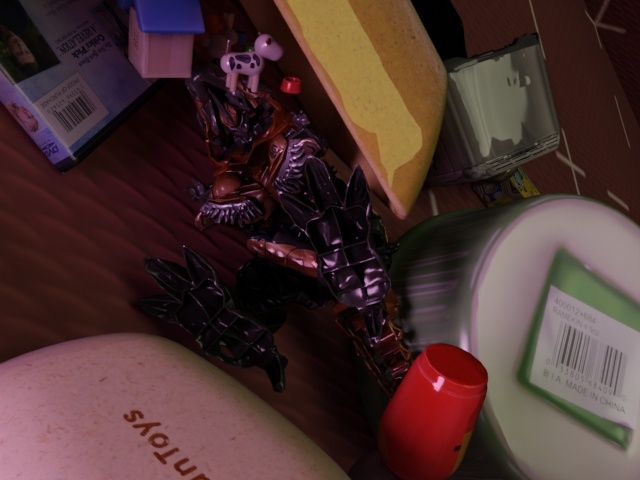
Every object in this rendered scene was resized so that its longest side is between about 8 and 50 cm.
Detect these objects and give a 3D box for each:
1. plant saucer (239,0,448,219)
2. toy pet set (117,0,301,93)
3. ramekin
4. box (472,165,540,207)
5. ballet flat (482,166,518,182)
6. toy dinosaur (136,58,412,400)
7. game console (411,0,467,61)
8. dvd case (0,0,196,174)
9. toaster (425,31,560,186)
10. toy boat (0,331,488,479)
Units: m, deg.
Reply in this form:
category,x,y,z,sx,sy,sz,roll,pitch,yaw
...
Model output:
category,x,y,z,sx,sy,sz,roll,pitch,yaw
plant saucer,-0.023,-0.205,0.538,0.333,0.081,0.333,58,2,-18
toy pet set,-0.080,-0.155,0.514,0.114,0.065,0.122,-7,34,-28
ramekin,0.198,0.103,0.668,0.303,0.148,0.303,6,77,-24
box,0.291,-0.057,1.090,0.169,0.059,0.054,42,43,-36
ballet flat,0.239,-0.181,1.052,0.058,0.084,0.250,80,13,-48
toy dinosaur,0.000,0.000,0.554,0.322,0.164,0.218,38,16,3
game console,0.103,-0.339,0.984,0.361,0.044,0.213,46,38,-33
dvd case,-0.198,-0.191,0.482,0.253,0.022,0.180,55,35,-22
toaster,0.199,-0.158,0.902,0.227,0.129,0.146,-23,99,-27
toy boat,-0.026,0.151,0.374,0.318,0.148,0.267,-9,38,-46
